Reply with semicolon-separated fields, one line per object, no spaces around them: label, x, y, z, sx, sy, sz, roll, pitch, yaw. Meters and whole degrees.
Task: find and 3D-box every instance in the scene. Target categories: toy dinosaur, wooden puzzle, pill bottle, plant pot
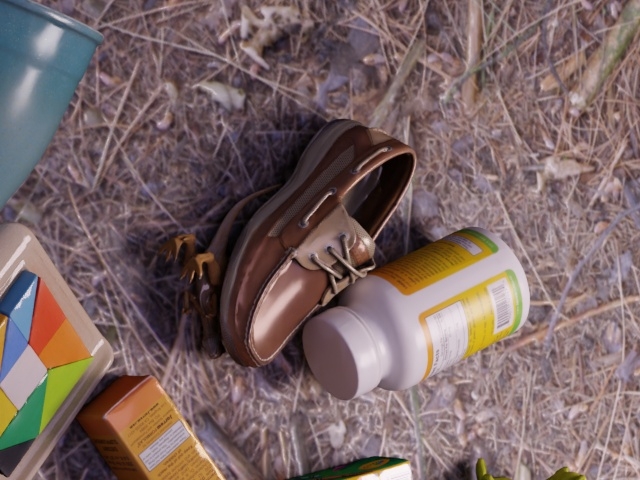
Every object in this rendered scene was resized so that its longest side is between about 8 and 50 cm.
toy dinosaur;-0.119;0.021;2.092;0.112;0.064;0.211;26;75;-56
wooden puzzle;-0.309;0.132;1.907;0.221;0.044;0.238;-56;143;-22
pill bottle;0.105;0.087;2.170;0.246;0.136;0.136;-24;99;-31
plant pot;-0.378;-0.125;1.823;0.272;0.272;0.255;21;89;-29

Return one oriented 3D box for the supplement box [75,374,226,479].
supplement box;-0.156;0.254;2.028;0.080;0.078;0.233;-43;107;-27

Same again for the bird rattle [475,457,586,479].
bird rattle;0.241;0.386;2.224;0.207;0.143;0.253;49;47;-54

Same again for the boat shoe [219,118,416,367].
boat shoe;0.000;0.000;2.098;0.324;0.116;0.123;-61;142;-23

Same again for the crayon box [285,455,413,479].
crayon box;0.036;0.394;2.134;0.165;0.081;0.278;-11;92;-32
